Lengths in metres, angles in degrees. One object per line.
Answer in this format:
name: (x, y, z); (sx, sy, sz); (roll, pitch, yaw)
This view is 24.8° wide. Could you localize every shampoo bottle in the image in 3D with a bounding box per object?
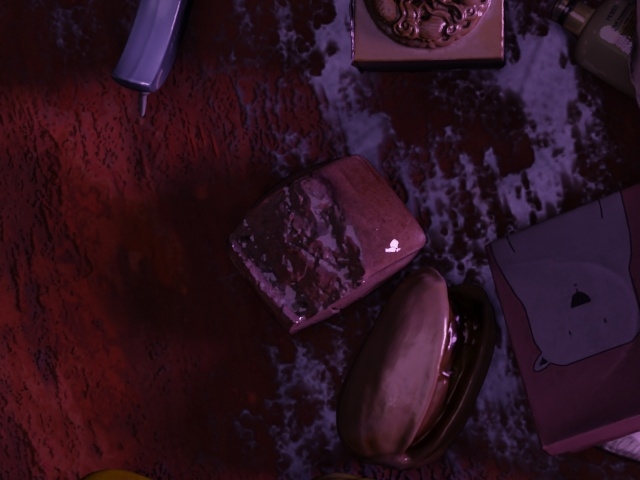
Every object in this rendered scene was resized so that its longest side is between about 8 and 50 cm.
shampoo bottle: (0.293, -0.185, 1.394); (0.162, 0.079, 0.079); (32, 96, 7)

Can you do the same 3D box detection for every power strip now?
power strip: (-0.159, -0.226, 1.436); (0.044, 0.137, 0.216); (15, 99, 2)

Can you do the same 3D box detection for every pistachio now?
pistachio: (0.091, 0.129, 1.423); (0.129, 0.131, 0.206); (23, 90, -37)

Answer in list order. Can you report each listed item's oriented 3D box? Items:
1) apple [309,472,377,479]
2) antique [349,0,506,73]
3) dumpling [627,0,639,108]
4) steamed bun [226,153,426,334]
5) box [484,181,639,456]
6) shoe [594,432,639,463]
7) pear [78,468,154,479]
apple: (0.059, 0.356, 1.366); (0.279, 0.279, 0.279); (0, 92, 9)
antique: (0.102, -0.237, 1.390); (0.152, 0.148, 0.146); (-1, 94, 6)
dumpling: (0.428, -0.215, 1.315); (0.341, 0.181, 0.260); (-40, 57, 9)
steamed bun: (0.000, 0.000, 1.433); (0.175, 0.106, 0.145); (-37, 86, 11)
box: (0.285, 0.069, 1.344); (0.215, 0.086, 0.215); (-23, 64, 21)
shoe: (0.360, 0.168, 1.391); (0.227, 0.099, 0.112); (9, 87, 10)
pear: (-0.203, 0.330, 1.437); (0.198, 0.198, 0.198); (0, 92, 9)
